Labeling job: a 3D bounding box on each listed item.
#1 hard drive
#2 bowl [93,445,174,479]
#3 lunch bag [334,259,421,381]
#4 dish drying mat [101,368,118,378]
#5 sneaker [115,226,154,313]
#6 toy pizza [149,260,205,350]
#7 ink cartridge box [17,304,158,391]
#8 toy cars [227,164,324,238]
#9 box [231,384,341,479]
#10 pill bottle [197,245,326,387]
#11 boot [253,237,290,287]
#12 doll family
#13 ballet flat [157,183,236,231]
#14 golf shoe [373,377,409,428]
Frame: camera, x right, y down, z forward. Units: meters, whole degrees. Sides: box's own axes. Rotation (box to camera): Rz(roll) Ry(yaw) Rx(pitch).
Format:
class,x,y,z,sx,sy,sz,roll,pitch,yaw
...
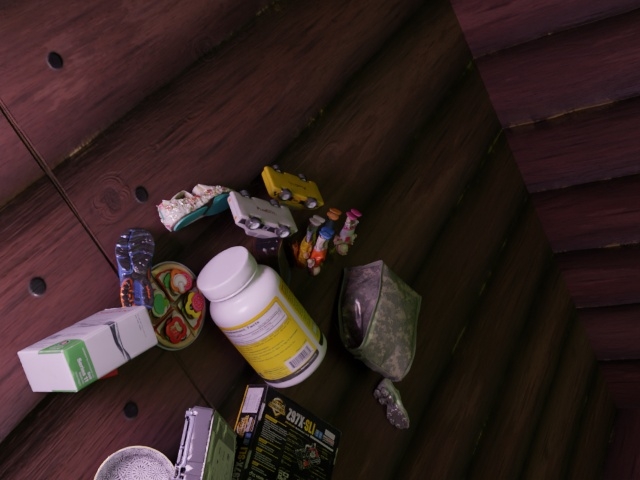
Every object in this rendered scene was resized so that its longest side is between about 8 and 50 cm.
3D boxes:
class,x,y,z,sx,sy,sz,roll,pitch,yaw
hard drive,-0.239,0.491,1.596,0.339,0.064,0.237,83,14,-66
bowl,-0.366,0.497,1.544,0.080,0.170,0.170,117,-28,-78
lunch bag,0.163,0.244,2.224,0.235,0.169,0.287,40,48,-40
dish drying mat,-0.451,0.267,1.568,0.083,0.008,0.032,-7,87,-51
sneaker,-0.396,0.073,1.633,0.083,0.087,0.221,4,61,-16
toy pizza,-0.328,0.146,1.731,0.201,0.032,0.201,15,71,-49
ink cartridge box,-0.441,0.206,1.477,0.208,0.153,0.087,-30,107,-49
toy cars,-0.121,-0.086,1.948,0.176,0.087,0.394,45,29,-2
box,-0.090,0.540,1.911,0.322,0.079,0.257,41,50,-39
pill bottle,-0.142,0.180,1.833,0.334,0.188,0.188,56,44,-28
boot,-0.124,0.048,2.001,0.106,0.082,0.219,68,18,-59
doll family,0.000,0.000,2.085,0.263,0.118,0.163,-33,148,-55
ballet flat,-0.288,-0.093,1.802,0.077,0.091,0.241,46,34,10
golf shoe,0.231,0.493,2.339,0.176,0.069,0.086,62,35,-23
